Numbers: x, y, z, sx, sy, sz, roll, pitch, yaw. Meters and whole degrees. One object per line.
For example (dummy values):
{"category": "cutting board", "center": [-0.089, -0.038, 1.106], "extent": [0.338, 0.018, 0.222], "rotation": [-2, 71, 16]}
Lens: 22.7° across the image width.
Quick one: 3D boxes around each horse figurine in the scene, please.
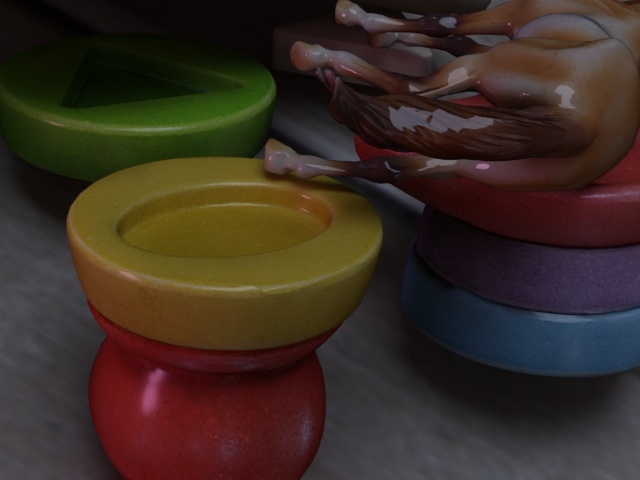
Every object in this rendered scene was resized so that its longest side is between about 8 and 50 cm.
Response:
{"category": "horse figurine", "center": [0.080, -0.072, 0.679], "extent": [0.174, 0.066, 0.263], "rotation": [5, 23, 15]}

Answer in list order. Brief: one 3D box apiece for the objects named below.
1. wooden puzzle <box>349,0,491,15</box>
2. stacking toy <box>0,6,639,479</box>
{"category": "wooden puzzle", "center": [-0.095, -0.247, 0.782], "extent": [0.322, 0.080, 0.348], "rotation": [-1, 45, -51]}
{"category": "stacking toy", "center": [0.000, 0.000, 0.740], "extent": [0.309, 0.130, 0.279], "rotation": [-11, 29, -29]}
